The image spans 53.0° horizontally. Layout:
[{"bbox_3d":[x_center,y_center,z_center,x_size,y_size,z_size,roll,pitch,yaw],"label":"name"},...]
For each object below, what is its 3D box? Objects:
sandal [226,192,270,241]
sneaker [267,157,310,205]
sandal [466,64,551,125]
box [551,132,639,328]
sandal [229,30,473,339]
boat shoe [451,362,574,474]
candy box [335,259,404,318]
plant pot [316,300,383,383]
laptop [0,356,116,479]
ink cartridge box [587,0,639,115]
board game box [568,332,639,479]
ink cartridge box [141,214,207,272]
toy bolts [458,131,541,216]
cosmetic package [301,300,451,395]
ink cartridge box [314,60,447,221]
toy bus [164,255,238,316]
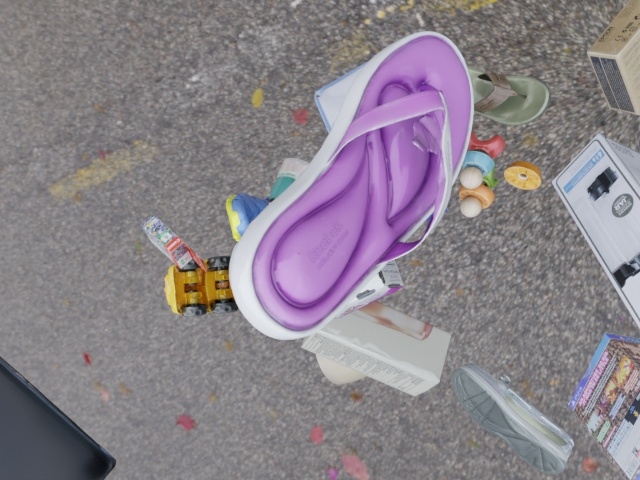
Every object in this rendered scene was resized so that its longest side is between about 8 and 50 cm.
[{"bbox_3d":[-0.139,-0.069,1.655,0.138,0.317,0.126,-11,92,17],"label":"sandal"},{"bbox_3d":[0.000,0.000,0.972,0.108,0.302,0.121,18,74,33],"label":"sneaker"},{"bbox_3d":[0.404,-0.359,1.567,0.303,0.086,0.120,21,106,26],"label":"sandal"},{"bbox_3d":[0.405,0.019,0.737,0.087,0.169,0.289,-54,34,35],"label":"box"},{"bbox_3d":[0.075,-0.065,0.659,0.169,0.416,0.102,47,152,-23],"label":"sandal"},{"bbox_3d":[0.447,0.401,1.502,0.320,0.103,0.118,40,140,11],"label":"boat shoe"},{"bbox_3d":[0.040,0.009,1.184,0.159,0.071,0.233,-30,68,33],"label":"candy box"},{"bbox_3d":[0.128,0.282,1.935,0.191,0.284,0.284,-11,97,28],"label":"plant pot"},{"bbox_3d":[-0.561,0.311,0.792,0.408,0.236,0.382,-19,124,20],"label":"laptop"},{"bbox_3d":[0.739,-0.440,1.474,0.234,0.193,0.088,-49,38,-8],"label":"ink cartridge box"},{"bbox_3d":[0.766,0.402,1.536,0.141,0.291,0.232,11,113,-13],"label":"board game box"},{"bbox_3d":[-0.237,0.013,1.039,0.115,0.029,0.063,39,162,21],"label":"ink cartridge box"},{"bbox_3d":[0.464,-0.162,1.742,0.218,0.158,0.228,10,152,36],"label":"toy bolts"},{"bbox_3d":[0.124,0.227,1.460,0.296,0.129,0.153,25,150,-4],"label":"cosmetic package"},{"bbox_3d":[0.153,-0.178,1.437,0.151,0.395,0.269,-26,72,14],"label":"ink cartridge box"},{"bbox_3d":[-0.335,0.121,1.705,0.211,0.220,0.149,-5,88,47],"label":"toy bus"}]
